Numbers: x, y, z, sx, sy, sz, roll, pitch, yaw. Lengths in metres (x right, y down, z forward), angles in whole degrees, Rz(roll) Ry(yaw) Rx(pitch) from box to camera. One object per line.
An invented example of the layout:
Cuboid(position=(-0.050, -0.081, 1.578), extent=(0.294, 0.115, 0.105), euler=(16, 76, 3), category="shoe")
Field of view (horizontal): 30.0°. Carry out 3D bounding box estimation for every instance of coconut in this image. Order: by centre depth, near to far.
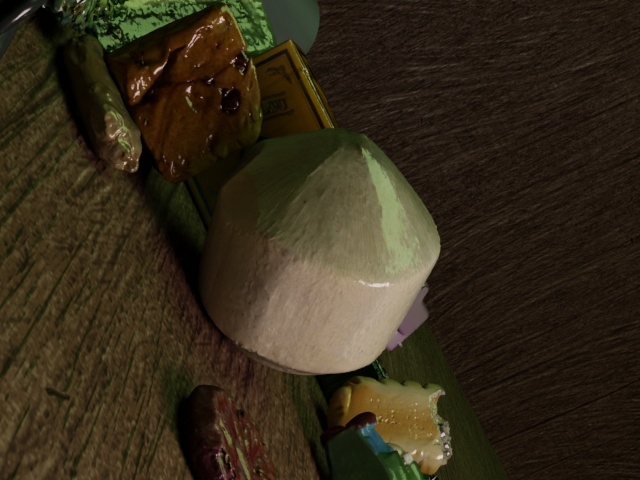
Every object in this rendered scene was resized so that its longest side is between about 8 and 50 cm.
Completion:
Cuboid(position=(0.000, 0.000, 1.250), extent=(0.237, 0.237, 0.266), euler=(-110, -148, -40), category="coconut")

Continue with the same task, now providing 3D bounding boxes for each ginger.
Cuboid(position=(-0.213, -0.142, 1.148), extent=(0.069, 0.051, 0.173), euler=(57, 11, -60), category="ginger")

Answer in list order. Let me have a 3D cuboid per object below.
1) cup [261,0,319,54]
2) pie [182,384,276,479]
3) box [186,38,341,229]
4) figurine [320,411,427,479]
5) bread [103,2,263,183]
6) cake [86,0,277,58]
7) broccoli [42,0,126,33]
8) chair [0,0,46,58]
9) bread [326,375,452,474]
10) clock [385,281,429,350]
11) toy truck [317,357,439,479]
Cuboid(position=(-0.140, -0.418, 1.954), extent=(0.205, 0.205, 0.312), euler=(67, 9, 22), category="cup")
Cuboid(position=(-0.074, 0.192, 1.034), extent=(0.154, 0.036, 0.154), euler=(63, 7, -14), category="pie")
Cuboid(position=(-0.049, -0.064, 1.444), extent=(0.301, 0.193, 0.084), euler=(64, 7, 6), category="box")
Cuboid(position=(0.088, 0.314, 1.451), extent=(0.234, 0.127, 0.185), euler=(32, 24, -57), category="figurine")
Cuboid(position=(-0.140, -0.160, 1.255), extent=(0.158, 0.143, 0.149), euler=(-126, -169, -68), category="bread")
Cuboid(position=(-0.171, -0.277, 1.439), extent=(0.158, 0.172, 0.283), euler=(63, 9, 12), category="cake")
Cuboid(position=(-0.223, -0.325, 1.156), extent=(0.220, 0.194, 0.194), euler=(54, 11, -24), category="broccoli")
Cuboid(position=(-0.272, -0.234, 0.883), extent=(0.221, 0.095, 0.104), euler=(61, 20, -27), category="chair")
Cuboid(position=(0.093, 0.237, 1.548), extent=(0.084, 0.177, 0.119), euler=(125, -27, -66), category="bread")
Cuboid(position=(0.023, 0.001, 1.814), extent=(0.322, 0.113, 0.295), euler=(48, -3, 23), category="clock")
Cuboid(position=(0.073, 0.241, 1.665), extent=(0.259, 0.088, 0.121), euler=(64, 6, 10), category="toy truck")
